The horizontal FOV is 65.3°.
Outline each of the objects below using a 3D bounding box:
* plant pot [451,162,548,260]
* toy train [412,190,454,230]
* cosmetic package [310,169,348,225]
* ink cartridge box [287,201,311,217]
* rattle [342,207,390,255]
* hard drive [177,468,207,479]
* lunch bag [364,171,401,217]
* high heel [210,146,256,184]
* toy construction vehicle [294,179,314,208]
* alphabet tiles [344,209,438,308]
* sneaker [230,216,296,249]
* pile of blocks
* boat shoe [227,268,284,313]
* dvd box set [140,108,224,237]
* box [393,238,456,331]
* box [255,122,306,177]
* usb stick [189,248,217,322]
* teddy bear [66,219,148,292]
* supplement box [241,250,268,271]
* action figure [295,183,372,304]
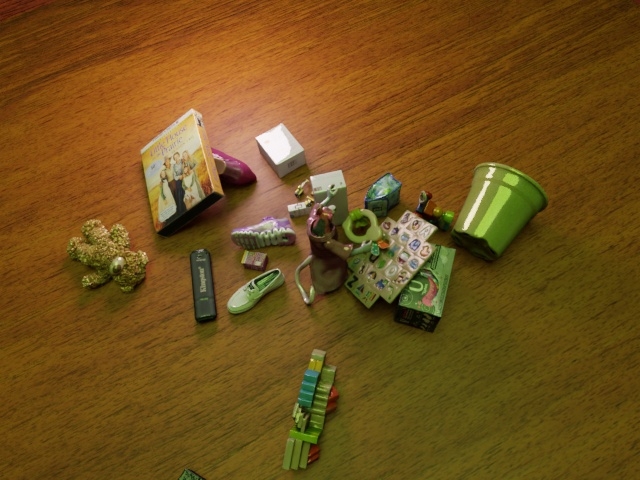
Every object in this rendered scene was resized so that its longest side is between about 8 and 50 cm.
[{"bbox_3d":[0.588,-0.082,1.716,0.276,0.276,0.254,31,80,19],"label":"plant pot"},{"bbox_3d":[0.399,-0.101,1.731,0.143,0.248,0.105,24,83,8],"label":"toy train"},{"bbox_3d":[0.036,-0.143,1.785,0.117,0.231,0.086,-12,58,-3],"label":"cosmetic package"},{"bbox_3d":[-0.079,-0.116,1.884,0.083,0.048,0.028,-12,61,-3],"label":"ink cartridge box"},{"bbox_3d":[0.179,-0.015,1.755,0.199,0.143,0.130,38,78,27],"label":"rattle"},{"bbox_3d":[-0.370,0.849,1.373,0.236,0.064,0.339,23,65,16],"label":"hard drive"},{"bbox_3d":[0.220,-0.154,1.837,0.151,0.129,0.096,-35,64,-15],"label":"lunch bag"},{"bbox_3d":[-0.432,-0.312,2.020,0.377,0.181,0.127,33,102,36],"label":"high heel"},{"bbox_3d":[-0.052,-0.182,1.926,0.085,0.035,0.098,34,69,20],"label":"toy construction vehicle"},{"bbox_3d":[0.229,0.057,1.668,0.343,0.011,0.285,-50,34,0],"label":"alphabet tiles"},{"bbox_3d":[-0.210,-0.036,1.833,0.236,0.095,0.105,-4,54,-4],"label":"sneaker"},{"bbox_3d":[-0.011,0.501,1.487,0.112,0.149,0.362,10,62,10],"label":"pile of blocks"},{"bbox_3d":[-0.230,0.166,1.727,0.226,0.076,0.083,-36,65,-15],"label":"boat shoe"},{"bbox_3d":[-0.541,-0.263,1.918,0.307,0.062,0.421,-31,60,20],"label":"dvd box set"},{"bbox_3d":[0.340,0.148,1.643,0.142,0.163,0.247,14,63,10],"label":"box"},{"bbox_3d":[-0.158,-0.360,1.999,0.130,0.091,0.170,-31,64,-12],"label":"box"},{"bbox_3d":[-0.416,0.157,1.763,0.077,0.045,0.278,-12,61,-2],"label":"usb stick"},{"bbox_3d":[-0.785,0.050,1.814,0.245,0.113,0.338,-36,65,-12],"label":"teddy bear"},{"bbox_3d":[-0.236,0.073,1.796,0.083,0.043,0.055,10,63,11],"label":"supplement box"},{"bbox_3d":[0.000,0.000,1.633,0.275,0.370,0.248,-29,62,-8],"label":"action figure"}]
